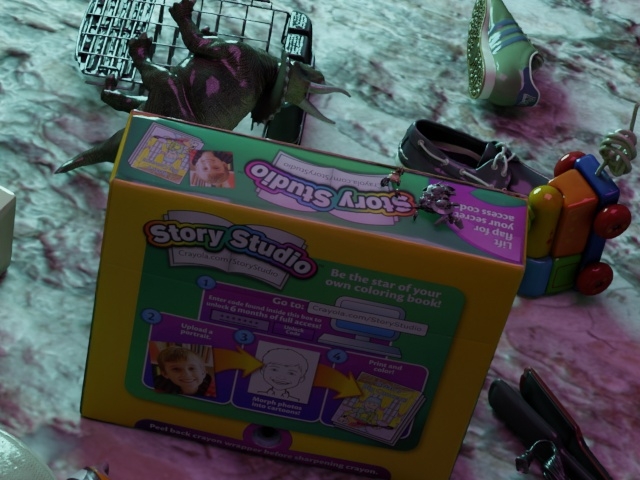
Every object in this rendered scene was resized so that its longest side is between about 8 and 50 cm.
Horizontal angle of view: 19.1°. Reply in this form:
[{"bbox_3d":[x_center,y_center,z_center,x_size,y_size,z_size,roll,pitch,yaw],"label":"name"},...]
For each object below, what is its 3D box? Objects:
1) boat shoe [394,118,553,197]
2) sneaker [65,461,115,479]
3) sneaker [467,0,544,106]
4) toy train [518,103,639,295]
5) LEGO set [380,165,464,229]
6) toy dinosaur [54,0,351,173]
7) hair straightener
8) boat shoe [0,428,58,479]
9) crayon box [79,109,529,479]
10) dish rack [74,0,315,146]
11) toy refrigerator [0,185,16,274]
[{"bbox_3d":[0.186,-0.079,2.130,0.206,0.065,0.075,19,43,6],"label":"boat shoe"},{"bbox_3d":[-0.155,0.262,1.678,0.185,0.070,0.084,37,48,21],"label":"sneaker"},{"bbox_3d":[0.227,-0.226,2.304,0.086,0.064,0.192,15,42,-10],"label":"sneaker"},{"bbox_3d":[0.239,-0.038,1.970,0.143,0.248,0.105,-15,50,-22],"label":"toy train"},{"bbox_3d":[0.091,-0.040,1.629,0.083,0.023,0.054,24,44,9],"label":"LEGO set"},{"bbox_3d":[-0.140,-0.150,2.023,0.313,0.121,0.160,-30,64,-15],"label":"toy dinosaur"},{"bbox_3d":[0.227,0.223,1.844,0.089,0.047,0.230,-15,54,-28],"label":"hair straightener"},{"bbox_3d":[-0.249,0.257,1.632,0.233,0.079,0.084,49,33,21],"label":"boat shoe"},{"bbox_3d":[-0.023,0.062,1.742,0.362,0.313,0.106,12,43,-2],"label":"crayon box"},{"bbox_3d":[-0.142,-0.208,2.180,0.271,0.074,0.208,10,41,-1],"label":"dish rack"},{"bbox_3d":[-0.444,-0.043,1.901,0.269,0.102,0.094,26,44,13],"label":"toy refrigerator"}]
